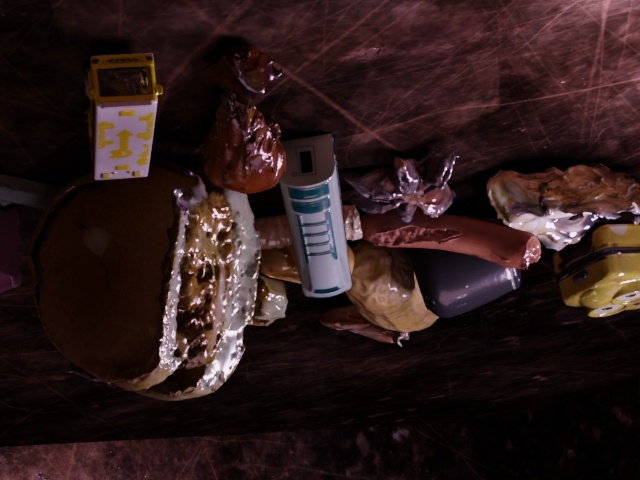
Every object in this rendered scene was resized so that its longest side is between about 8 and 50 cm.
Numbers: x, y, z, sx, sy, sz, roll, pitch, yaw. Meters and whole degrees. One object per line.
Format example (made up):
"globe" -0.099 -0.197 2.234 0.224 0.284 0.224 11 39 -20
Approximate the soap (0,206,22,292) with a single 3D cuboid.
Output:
"soap" -0.520 0.031 1.608 0.203 0.122 0.065 -21 157 29

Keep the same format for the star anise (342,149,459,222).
"star anise" 0.123 -0.074 1.691 0.172 0.063 0.208 -7 162 3

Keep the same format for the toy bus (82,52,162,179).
"toy bus" -0.235 -0.142 1.302 0.081 0.074 0.226 -4 162 -15

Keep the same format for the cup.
"cup" 0.244 0.024 1.920 0.176 0.169 0.223 -20 -162 8

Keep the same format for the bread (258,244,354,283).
"bread" -0.025 0.030 1.883 0.177 0.084 0.119 9 172 -43

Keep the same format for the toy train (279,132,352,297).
"toy train" 0.000 0.000 1.670 0.086 0.088 0.407 -10 148 0

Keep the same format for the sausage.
"sausage" 0.201 -0.009 1.790 0.304 0.078 0.078 10 167 17

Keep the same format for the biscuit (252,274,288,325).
"biscuit" -0.162 0.092 1.932 0.329 0.078 0.335 15 169 -34

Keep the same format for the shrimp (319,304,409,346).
"shrimp" 0.097 0.166 2.257 0.168 0.077 0.317 -8 -175 -14

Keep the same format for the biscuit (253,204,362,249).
"biscuit" -0.045 -0.015 1.789 0.219 0.061 0.055 -9 -178 -1

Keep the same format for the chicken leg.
"chicken leg" -0.099 -0.141 1.367 0.113 0.093 0.304 4 157 1

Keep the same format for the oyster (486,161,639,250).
"oyster" 0.422 -0.059 1.815 0.351 0.115 0.238 5 166 -25

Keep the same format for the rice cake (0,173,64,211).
"rice cake" -0.404 -0.063 1.520 0.042 0.030 0.180 -39 148 31

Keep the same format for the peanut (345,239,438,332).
"peanut" 0.122 0.087 2.036 0.159 0.143 0.291 -31 153 16

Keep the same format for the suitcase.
"suitcase" 0.589 0.059 2.176 0.235 0.143 0.194 0 160 -24

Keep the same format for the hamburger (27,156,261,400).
"hamburger" -0.246 0.048 1.517 0.277 0.318 0.195 5 171 28
